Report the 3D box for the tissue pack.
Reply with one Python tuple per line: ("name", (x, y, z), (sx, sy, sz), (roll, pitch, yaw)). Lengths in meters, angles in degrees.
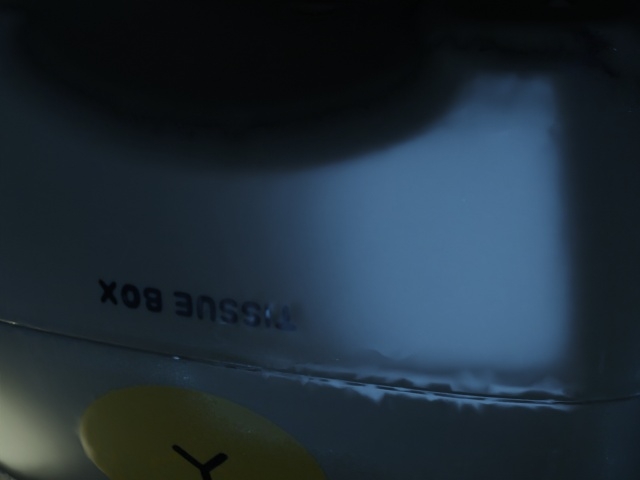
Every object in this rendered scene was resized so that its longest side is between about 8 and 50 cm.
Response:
("tissue pack", (0.000, 0.000, 0.728), (0.387, 0.267, 0.277), (8, 115, 21))
